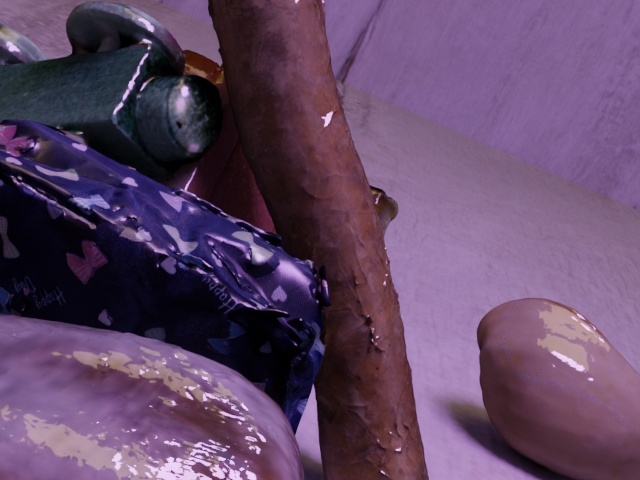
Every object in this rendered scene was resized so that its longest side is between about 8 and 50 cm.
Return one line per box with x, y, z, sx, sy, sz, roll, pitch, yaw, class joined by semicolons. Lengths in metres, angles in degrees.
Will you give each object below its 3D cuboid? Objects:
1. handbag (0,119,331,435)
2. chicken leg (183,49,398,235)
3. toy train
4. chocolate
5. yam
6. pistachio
-0.123;0.038;0.906;0.260;0.162;0.113;23;26;0;handbag
-0.094;-0.108;1.573;0.361;0.140;0.211;23;4;12;chicken leg
-0.168;-0.050;1.063;0.304;0.150;0.221;0;-35;39;toy train
-0.148;0.092;0.712;0.303;0.100;0.185;11;19;-4;chocolate
0.000;0.000;0.957;0.081;0.356;0.081;-12;4;1;yam
0.200;0.124;1.194;0.185;0.124;0.124;28;13;7;pistachio
